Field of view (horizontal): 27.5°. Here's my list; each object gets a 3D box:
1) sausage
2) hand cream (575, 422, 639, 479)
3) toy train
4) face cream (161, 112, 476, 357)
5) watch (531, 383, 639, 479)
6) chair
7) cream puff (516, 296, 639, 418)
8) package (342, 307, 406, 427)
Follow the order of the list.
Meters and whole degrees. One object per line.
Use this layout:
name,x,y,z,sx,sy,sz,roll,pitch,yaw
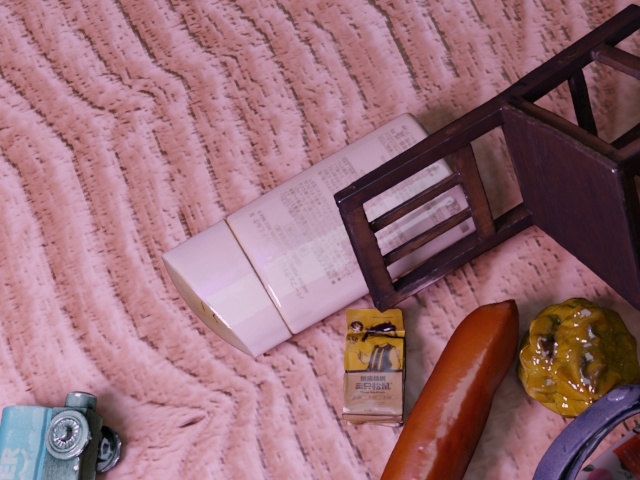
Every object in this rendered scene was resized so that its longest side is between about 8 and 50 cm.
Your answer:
sausage,0.141,0.194,1.438,0.083,0.089,0.300,20,74,22
hand cream,0.319,0.260,1.412,0.234,0.050,0.080,-33,64,-11
toy train,-0.317,0.293,1.473,0.159,0.101,0.248,-4,67,21
face cream,0.000,0.000,1.535,0.348,0.081,0.174,-31,69,-3
watch,0.306,0.264,1.347,0.206,0.068,0.193,-32,102,-12
chair,0.262,-0.044,1.385,0.416,0.203,0.240,-33,41,-12
cream puff,0.281,0.126,1.428,0.146,0.116,0.146,-3,72,9
package,0.062,0.145,1.490,0.071,0.047,0.131,-3,68,10
